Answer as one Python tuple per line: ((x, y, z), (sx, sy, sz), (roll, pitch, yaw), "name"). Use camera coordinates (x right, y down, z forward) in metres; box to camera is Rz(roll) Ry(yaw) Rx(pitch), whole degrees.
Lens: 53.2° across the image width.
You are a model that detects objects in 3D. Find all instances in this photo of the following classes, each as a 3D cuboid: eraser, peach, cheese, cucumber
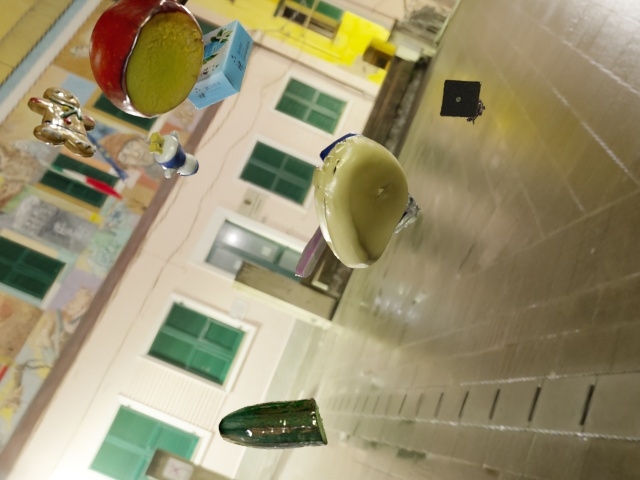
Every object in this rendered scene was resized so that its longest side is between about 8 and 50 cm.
((0.137, -0.163, 1.817), (0.155, 0.332, 0.101), (-34, -32, 3), "eraser")
((-0.410, -0.444, 1.488), (0.275, 0.245, 0.248), (-60, -2, 29), "peach")
((0.087, -0.100, 1.407), (0.260, 0.128, 0.316), (-62, -37, -22), "cheese")
((-0.112, 0.425, 1.435), (0.063, 0.243, 0.115), (-69, -28, -80), "cucumber")

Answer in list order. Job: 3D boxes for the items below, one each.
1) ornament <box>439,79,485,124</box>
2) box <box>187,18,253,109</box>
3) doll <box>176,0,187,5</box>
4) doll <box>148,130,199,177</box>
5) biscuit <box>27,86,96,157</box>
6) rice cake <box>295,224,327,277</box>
((0.331, -0.312, 1.462), (0.203, 0.081, 0.088), (-20, -61, -69), "ornament")
((-0.275, -0.473, 1.715), (0.142, 0.083, 0.232), (-15, 46, 26), "box")
((-0.391, -0.780, 1.522), (0.226, 0.370, 0.215), (-35, 0, -4), "doll")
((-0.278, -0.161, 1.236), (0.143, 0.057, 0.099), (36, -126, -62), "doll")
((-0.759, -0.366, 1.887), (0.049, 0.197, 0.301), (-48, 41, 24), "biscuit")
((0.000, 0.000, 1.549), (0.207, 0.036, 0.047), (-60, 23, -2), "rice cake")
